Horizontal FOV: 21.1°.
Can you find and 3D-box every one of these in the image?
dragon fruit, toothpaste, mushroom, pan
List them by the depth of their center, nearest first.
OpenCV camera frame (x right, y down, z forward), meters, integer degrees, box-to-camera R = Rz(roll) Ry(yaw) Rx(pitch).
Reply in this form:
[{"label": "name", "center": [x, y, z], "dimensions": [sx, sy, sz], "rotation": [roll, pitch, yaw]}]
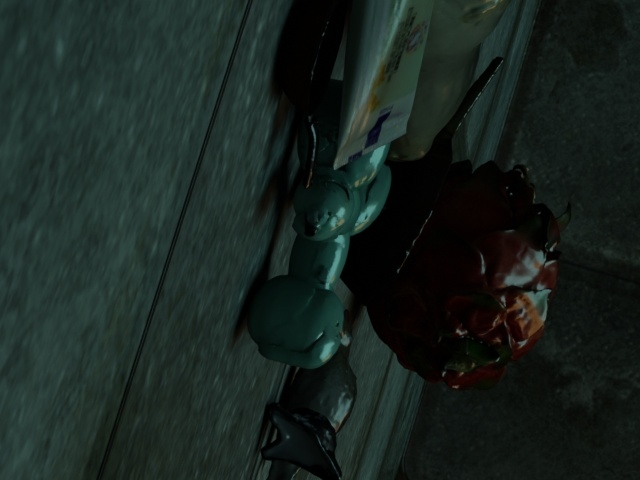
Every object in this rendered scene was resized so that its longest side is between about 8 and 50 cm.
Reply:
[{"label": "toothpaste", "center": [0.049, -0.189, 0.905], "dimensions": [0.056, 0.058, 0.314], "rotation": [-115, -151, -59]}, {"label": "pan", "center": [-0.008, -0.081, 0.924], "dimensions": [0.068, 0.023, 0.115], "rotation": [-62, 163, -60]}, {"label": "mushroom", "center": [0.070, -0.146, 1.099], "dimensions": [0.351, 0.097, 0.109], "rotation": [90, 13, -74]}, {"label": "pan", "center": [0.060, -0.051, 1.297], "dimensions": [0.128, 0.048, 0.202], "rotation": [-43, -162, 55]}, {"label": "dragon fruit", "center": [0.144, 0.025, 1.648], "dimensions": [0.192, 0.193, 0.274], "rotation": [64, 33, -34]}]

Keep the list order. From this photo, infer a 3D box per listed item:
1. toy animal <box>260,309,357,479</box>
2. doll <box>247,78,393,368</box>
[{"label": "toy animal", "center": [-0.006, 0.122, 1.305], "dimensions": [0.105, 0.070, 0.202], "rotation": [117, -5, -47]}, {"label": "doll", "center": [0.000, 0.000, 1.035], "dimensions": [0.159, 0.059, 0.158], "rotation": [96, 11, -61]}]
